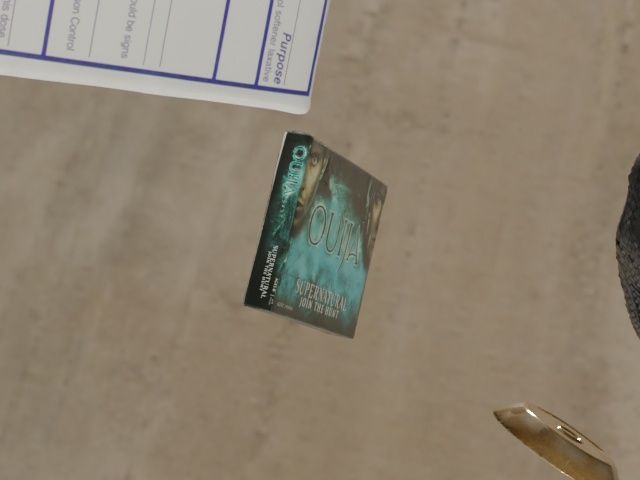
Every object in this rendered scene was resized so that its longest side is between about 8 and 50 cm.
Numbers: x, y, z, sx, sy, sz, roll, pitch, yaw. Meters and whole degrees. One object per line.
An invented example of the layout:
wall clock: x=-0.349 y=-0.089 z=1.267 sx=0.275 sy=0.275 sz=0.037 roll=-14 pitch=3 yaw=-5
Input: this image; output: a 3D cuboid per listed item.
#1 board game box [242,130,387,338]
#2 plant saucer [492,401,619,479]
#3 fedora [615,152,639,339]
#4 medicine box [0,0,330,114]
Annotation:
board game box: x=0.000 y=0.000 z=1.255 sx=0.186 sy=0.026 sz=0.126 roll=25 pitch=77 yaw=-70
plant saucer: x=0.133 y=0.111 z=0.941 sx=0.015 sy=0.083 sz=0.083 roll=-57 pitch=178 yaw=7
fedora: x=0.270 y=0.011 z=1.002 sx=0.334 sy=0.152 sz=0.334 roll=-23 pitch=119 yaw=-50
medicine box: x=-0.126 y=-0.221 z=0.924 sx=0.289 sy=0.149 sz=0.263 roll=3 pitch=102 yaw=-43
